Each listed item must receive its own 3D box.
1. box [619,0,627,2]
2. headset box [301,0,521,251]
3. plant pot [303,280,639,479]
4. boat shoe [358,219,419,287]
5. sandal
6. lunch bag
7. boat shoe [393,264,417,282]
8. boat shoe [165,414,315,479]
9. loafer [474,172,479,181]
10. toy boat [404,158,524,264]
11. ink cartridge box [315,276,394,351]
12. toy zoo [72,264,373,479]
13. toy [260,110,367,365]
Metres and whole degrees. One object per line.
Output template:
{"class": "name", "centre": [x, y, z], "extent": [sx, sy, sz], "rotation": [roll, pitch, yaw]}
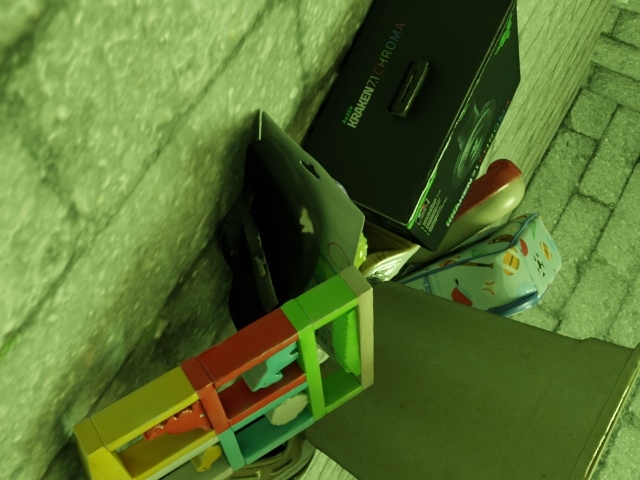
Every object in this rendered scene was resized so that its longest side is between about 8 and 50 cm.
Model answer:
{"class": "box", "centre": [0.466, -0.500, 1.424], "extent": [0.130, 0.170, 0.091], "rotation": [-59, 164, -17]}
{"class": "headset box", "centre": [0.106, -0.135, 0.923], "extent": [0.246, 0.131, 0.283], "rotation": [-64, 164, 0]}
{"class": "plant pot", "centre": [0.160, 0.206, 0.982], "extent": [0.334, 0.305, 0.334], "rotation": [-47, 151, -37]}
{"class": "boat shoe", "centre": [0.037, 0.037, 1.066], "extent": [0.277, 0.098, 0.096], "rotation": [-32, 147, -46]}
{"class": "sandal", "centre": [-0.054, 0.024, 0.751], "extent": [0.054, 0.097, 0.254], "rotation": [-21, 143, -28]}
{"class": "lunch bag", "centre": [0.225, 0.059, 1.288], "extent": [0.243, 0.115, 0.303], "rotation": [-24, 180, 27]}
{"class": "boat shoe", "centre": [0.175, 0.017, 1.481], "extent": [0.305, 0.091, 0.109], "rotation": [-58, 164, -17]}
{"class": "boat shoe", "centre": [-0.069, 0.233, 0.998], "extent": [0.302, 0.113, 0.103], "rotation": [-33, 153, -60]}
{"class": "loafer", "centre": [0.258, -0.151, 1.563], "extent": [0.061, 0.062, 0.170], "rotation": [-26, 142, -30]}
{"class": "toy boat", "centre": [0.176, -0.067, 1.261], "extent": [0.231, 0.151, 0.151], "rotation": [-34, 177, 17]}
{"class": "ink cartridge box", "centre": [0.051, 0.106, 1.286], "extent": [0.135, 0.056, 0.099], "rotation": [-66, 165, 8]}
{"class": "toy zoo", "centre": [-0.083, 0.148, 0.716], "extent": [0.293, 0.030, 0.192], "rotation": [-29, 150, -15]}
{"class": "toy", "centre": [0.000, 0.000, 0.774], "extent": [0.056, 0.137, 0.237], "rotation": [-28, 150, -27]}
